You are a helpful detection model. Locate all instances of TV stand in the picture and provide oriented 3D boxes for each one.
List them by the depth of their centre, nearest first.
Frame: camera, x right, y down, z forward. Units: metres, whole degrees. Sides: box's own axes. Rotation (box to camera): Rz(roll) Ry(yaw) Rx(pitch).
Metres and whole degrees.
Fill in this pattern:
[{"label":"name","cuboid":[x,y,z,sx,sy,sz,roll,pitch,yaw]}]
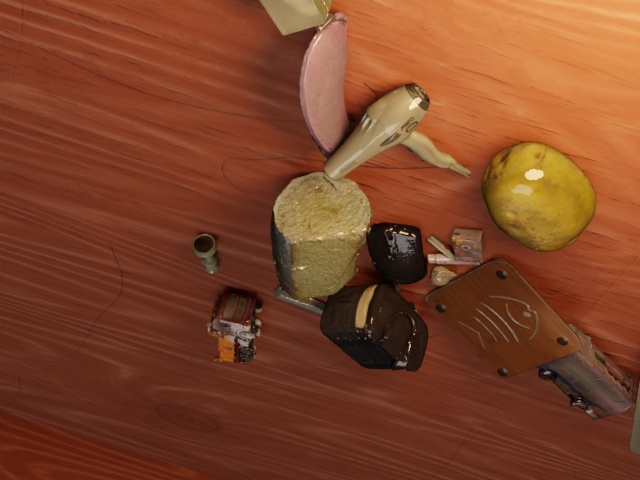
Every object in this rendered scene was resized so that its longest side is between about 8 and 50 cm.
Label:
[{"label":"TV stand","cuboid":[-0.081,-0.443,1.311,0.088,0.082,0.269,-9,139,29]}]

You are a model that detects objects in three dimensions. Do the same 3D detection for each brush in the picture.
[{"label":"brush","cuboid":[0.266,0.017,1.882,0.084,0.013,0.016,40,135,-16]}]

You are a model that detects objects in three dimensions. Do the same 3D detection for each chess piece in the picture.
[{"label":"chess piece","cuboid":[-0.274,0.043,2.127,0.059,0.059,0.149,11,153,9]}]

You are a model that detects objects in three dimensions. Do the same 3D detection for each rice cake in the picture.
[{"label":"rice cake","cuboid":[-0.037,0.158,2.213,0.171,0.029,0.033,22,152,-6]}]

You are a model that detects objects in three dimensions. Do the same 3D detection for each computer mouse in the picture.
[{"label":"computer mouse","cuboid":[0.172,0.040,1.912,0.122,0.073,0.217,3,143,20]}]

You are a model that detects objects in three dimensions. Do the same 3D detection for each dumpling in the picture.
[{"label":"dumpling","cuboid":[0.277,0.080,1.957,0.059,0.043,0.077,-4,144,-10]}]

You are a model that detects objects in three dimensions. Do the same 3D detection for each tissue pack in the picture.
[{"label":"tissue pack","cuboid":[0.313,0.010,1.843,0.063,0.035,0.083,5,147,16]}]

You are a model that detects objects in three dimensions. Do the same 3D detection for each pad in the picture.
[{"label":"pad","cuboid":[0.413,0.183,1.979,0.286,0.018,0.284,46,141,-7]}]

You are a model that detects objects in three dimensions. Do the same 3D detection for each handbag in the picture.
[{"label":"handbag","cuboid":[0.141,0.202,2.069,0.181,0.181,0.254,-4,143,39]}]

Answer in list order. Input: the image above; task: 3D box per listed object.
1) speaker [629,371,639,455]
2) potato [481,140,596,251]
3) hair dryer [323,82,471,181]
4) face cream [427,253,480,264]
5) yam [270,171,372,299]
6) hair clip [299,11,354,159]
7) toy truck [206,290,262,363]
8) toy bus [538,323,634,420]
[{"label":"speaker","cuboid":[0.838,0.381,2.038,0.184,0.183,0.406,9,146,21]},{"label":"potato","cuboid":[0.394,-0.080,1.576,0.228,0.148,0.197,29,131,-21]},{"label":"hair dryer","cuboid":[0.132,-0.149,1.604,0.229,0.092,0.267,-25,134,15]},{"label":"face cream","cuboid":[0.294,0.040,1.909,0.115,0.020,0.038,0,139,18]},{"label":"yam","cuboid":[-0.003,-0.003,1.814,0.203,0.201,0.271,-5,142,-5]},{"label":"hair clip","cuboid":[0.009,-0.253,1.525,0.110,0.095,0.358,-16,153,-6]},{"label":"toy truck","cuboid":[-0.231,0.238,2.341,0.135,0.114,0.270,11,149,0]},{"label":"toy bus","cuboid":[0.628,0.314,2.090,0.138,0.112,0.317,-23,132,38]}]
